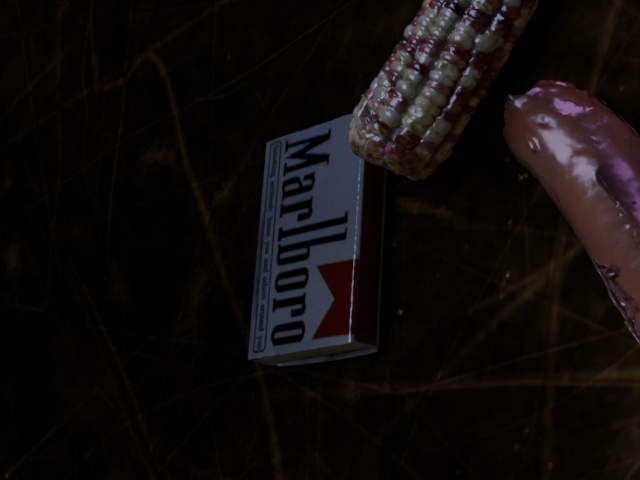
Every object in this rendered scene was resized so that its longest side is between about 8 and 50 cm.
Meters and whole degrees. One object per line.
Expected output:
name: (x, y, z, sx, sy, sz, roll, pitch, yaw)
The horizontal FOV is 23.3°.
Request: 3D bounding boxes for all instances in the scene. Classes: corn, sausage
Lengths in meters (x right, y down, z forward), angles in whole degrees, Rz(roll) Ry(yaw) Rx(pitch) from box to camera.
corn: (0.102, -0.148, 1.069, 0.237, 0.079, 0.079, -58, 43, 10)
sausage: (0.198, 0.011, 0.906, 0.078, 0.078, 0.304, -49, 48, 24)

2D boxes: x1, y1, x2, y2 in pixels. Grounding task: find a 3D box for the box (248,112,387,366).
box: (0.000, 0.000, 1.153, 0.115, 0.036, 0.177, -12, 68, 45)
